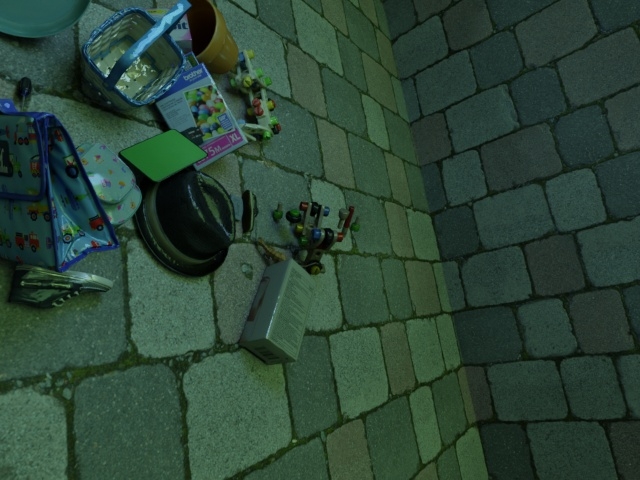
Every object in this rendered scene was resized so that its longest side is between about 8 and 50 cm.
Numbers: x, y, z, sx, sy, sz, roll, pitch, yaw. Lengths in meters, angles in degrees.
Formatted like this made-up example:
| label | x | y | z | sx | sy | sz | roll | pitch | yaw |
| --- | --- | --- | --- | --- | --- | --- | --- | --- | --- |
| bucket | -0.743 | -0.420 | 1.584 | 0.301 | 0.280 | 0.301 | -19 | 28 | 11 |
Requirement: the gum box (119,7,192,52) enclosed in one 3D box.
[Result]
| label | x | y | z | sx | sy | sz | roll | pitch | yaw |
| --- | --- | --- | --- | --- | --- | --- | --- | --- | --- |
| gum box | -0.479 | -0.606 | 1.247 | 0.188 | 0.062 | 0.107 | -11 | 81 | -18 |

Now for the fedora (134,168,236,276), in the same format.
| label | x | y | z | sx | sy | sz | roll | pitch | yaw |
| --- | --- | --- | --- | --- | --- | --- | --- | --- | --- |
| fedora | -0.340 | -0.070 | 1.195 | 0.334 | 0.152 | 0.335 | 27 | 54 | -46 |

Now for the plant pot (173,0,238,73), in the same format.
| label | x | y | z | sx | sy | sz | roll | pitch | yaw |
| --- | --- | --- | --- | --- | --- | --- | --- | --- | --- |
| plant pot | -0.368 | -0.641 | 1.394 | 0.188 | 0.204 | 0.206 | 8 | 68 | -69 |

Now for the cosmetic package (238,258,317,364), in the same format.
| label | x | y | z | sx | sy | sz | roll | pitch | yaw |
| --- | --- | --- | --- | --- | --- | --- | --- | --- | --- |
| cosmetic package | -0.129 | 0.227 | 1.378 | 0.153 | 0.129 | 0.296 | 46 | 42 | -31 |

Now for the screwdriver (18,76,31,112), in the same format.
| label | x | y | z | sx | sy | sz | roll | pitch | yaw |
| --- | --- | --- | --- | --- | --- | --- | --- | --- | --- |
| screwdriver | -0.649 | -0.304 | 0.933 | 0.024 | 0.025 | 0.170 | 92 | -16 | -51 |

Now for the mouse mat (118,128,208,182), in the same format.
| label | x | y | z | sx | sy | sz | roll | pitch | yaw |
| --- | --- | --- | --- | --- | --- | --- | --- | --- | --- |
| mouse mat | -0.423 | -0.235 | 1.169 | 0.152 | 0.007 | 0.189 | 37 | 49 | 15 |

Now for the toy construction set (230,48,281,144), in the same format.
| label | x | y | z | sx | sy | sz | roll | pitch | yaw |
| --- | --- | --- | --- | --- | --- | --- | --- | --- | --- |
| toy construction set | -0.236 | -0.481 | 1.528 | 0.215 | 0.150 | 0.329 | 47 | 43 | -71 |

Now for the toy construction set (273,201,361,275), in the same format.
| label | x | y | z | sx | sy | sz | roll | pitch | yaw |
| --- | --- | --- | --- | --- | --- | --- | --- | --- | --- |
| toy construction set | 0.000 | 0.000 | 1.622 | 0.308 | 0.257 | 0.238 | -12 | 130 | -40 |

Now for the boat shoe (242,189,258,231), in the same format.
| label | x | y | z | sx | sy | sz | roll | pitch | yaw |
| --- | --- | --- | --- | --- | --- | --- | --- | --- | --- |
| boat shoe | -0.232 | -0.098 | 1.445 | 0.049 | 0.056 | 0.153 | 18 | 61 | -44 |

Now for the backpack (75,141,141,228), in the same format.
| label | x | y | z | sx | sy | sz | roll | pitch | yaw |
| --- | --- | --- | --- | --- | --- | --- | --- | --- | --- |
| backpack | -0.511 | -0.115 | 0.988 | 0.188 | 0.144 | 0.166 | 52 | 33 | -31 |

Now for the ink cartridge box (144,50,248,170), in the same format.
| label | x | y | z | sx | sy | sz | roll | pitch | yaw |
| --- | --- | --- | --- | --- | --- | --- | --- | --- | --- |
| ink cartridge box | -0.375 | -0.386 | 1.283 | 0.185 | 0.065 | 0.311 | -32 | 104 | -12 |

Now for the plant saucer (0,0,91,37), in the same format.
| label | x | y | z | sx | sy | sz | roll | pitch | yaw |
| --- | --- | --- | --- | --- | --- | --- | --- | --- | --- |
| plant saucer | -0.661 | -0.613 | 0.927 | 0.318 | 0.317 | 0.044 | 48 | 0 | -31 |

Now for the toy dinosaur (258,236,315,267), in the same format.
| label | x | y | z | sx | sy | sz | roll | pitch | yaw |
| --- | --- | --- | --- | --- | --- | --- | --- | --- | --- |
| toy dinosaur | -0.131 | 0.066 | 1.454 | 0.211 | 0.112 | 0.064 | 28 | 65 | 0 |

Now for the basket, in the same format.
| label | x | y | z | sx | sy | sz | roll | pitch | yaw |
| --- | --- | --- | --- | --- | --- | --- | --- | --- | --- |
| basket | -0.448 | -0.464 | 1.070 | 0.201 | 0.288 | 0.255 | 43 | 62 | -23 |

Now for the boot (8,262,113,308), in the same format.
| label | x | y | z | sx | sy | sz | roll | pitch | yaw |
| --- | --- | --- | --- | --- | --- | --- | --- | --- | --- |
| boot | -0.547 | 0.107 | 0.912 | 0.189 | 0.069 | 0.086 | 20 | 66 | -40 |

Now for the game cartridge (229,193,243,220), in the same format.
| label | x | y | z | sx | sy | sz | roll | pitch | yaw |
| --- | --- | --- | --- | --- | --- | --- | --- | --- | --- |
| game cartridge | -0.280 | -0.107 | 1.417 | 0.055 | 0.017 | 0.084 | 25 | 56 | -43 |

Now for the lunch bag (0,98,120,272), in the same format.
| label | x | y | z | sx | sy | sz | roll | pitch | yaw |
| --- | --- | --- | --- | --- | --- | --- | --- | --- | --- |
| lunch bag | -0.533 | -0.111 | 0.800 | 0.138 | 0.220 | 0.294 | -38 | 129 | -54 |
